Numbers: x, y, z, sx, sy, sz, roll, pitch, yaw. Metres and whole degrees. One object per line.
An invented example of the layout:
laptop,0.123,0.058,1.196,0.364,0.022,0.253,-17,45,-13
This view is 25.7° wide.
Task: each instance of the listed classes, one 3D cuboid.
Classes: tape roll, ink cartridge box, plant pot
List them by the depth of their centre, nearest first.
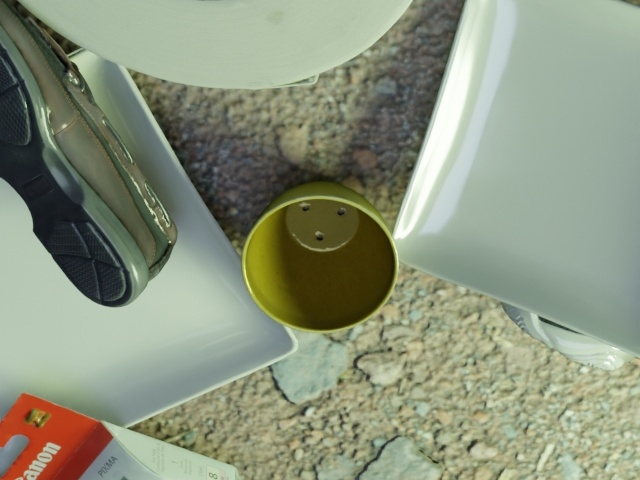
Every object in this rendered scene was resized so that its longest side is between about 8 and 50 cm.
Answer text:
tape roll,-0.096,-0.277,1.029,0.392,0.072,0.392,9,139,8
plant pot,0.000,0.000,1.236,0.134,0.095,0.134,0,118,1
ink cartridge box,-0.224,0.258,1.365,0.232,0.066,0.189,22,125,-28

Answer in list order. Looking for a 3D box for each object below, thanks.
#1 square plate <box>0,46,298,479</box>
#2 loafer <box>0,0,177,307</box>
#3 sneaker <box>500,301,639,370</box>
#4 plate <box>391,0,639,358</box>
square plate,-0.248,0.028,1.284,0.344,0.049,0.347,-25,114,13
loafer,-0.220,-0.089,1.161,0.109,0.095,0.302,-14,113,40
sneaker,0.304,0.040,1.253,0.269,0.101,0.153,16,111,-7
plate,0.223,-0.066,1.172,0.278,0.045,0.277,21,109,15
